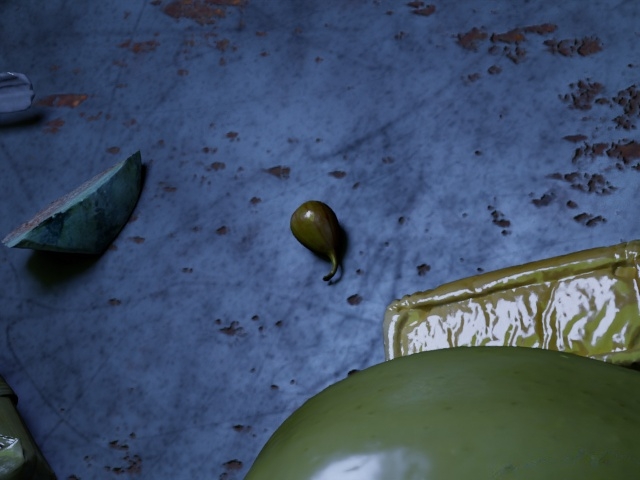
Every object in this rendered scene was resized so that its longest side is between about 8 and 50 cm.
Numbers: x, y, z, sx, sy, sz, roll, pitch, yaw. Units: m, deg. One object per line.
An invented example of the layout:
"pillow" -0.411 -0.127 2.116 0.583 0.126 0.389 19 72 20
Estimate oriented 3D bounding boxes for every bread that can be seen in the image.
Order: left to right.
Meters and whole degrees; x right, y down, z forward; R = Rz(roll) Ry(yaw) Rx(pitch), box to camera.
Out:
"bread" 0.197 0.090 1.534 0.288 0.119 0.152 -15 62 19

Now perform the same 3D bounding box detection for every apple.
"apple" 0.141 0.303 1.263 0.473 0.473 0.473 -11 60 20

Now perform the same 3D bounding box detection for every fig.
"fig" 0.000 0.000 1.722 0.050 0.050 0.083 -23 74 12

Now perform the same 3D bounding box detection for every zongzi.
"zongzi" -0.416 0.226 1.754 0.242 0.112 0.221 -36 56 5

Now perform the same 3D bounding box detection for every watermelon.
"watermelon" -0.262 -0.032 1.848 0.180 0.081 0.094 -30 38 -11

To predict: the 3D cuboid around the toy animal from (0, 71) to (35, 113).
"toy animal" -0.523 -0.155 1.994 0.367 0.081 0.206 16 54 39
